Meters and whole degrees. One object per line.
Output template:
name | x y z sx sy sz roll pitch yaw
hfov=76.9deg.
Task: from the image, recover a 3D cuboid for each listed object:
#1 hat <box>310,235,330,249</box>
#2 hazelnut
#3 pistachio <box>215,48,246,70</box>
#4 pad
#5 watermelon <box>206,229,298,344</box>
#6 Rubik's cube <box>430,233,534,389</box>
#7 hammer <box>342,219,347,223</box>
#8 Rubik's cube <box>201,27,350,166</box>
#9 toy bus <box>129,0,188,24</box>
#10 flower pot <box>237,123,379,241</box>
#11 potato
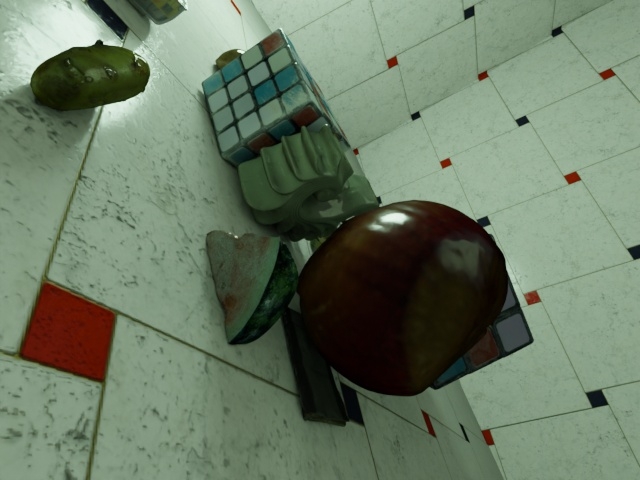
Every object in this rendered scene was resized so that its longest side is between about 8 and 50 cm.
hat | 0.000 0.000 1.231 0.077 0.059 0.076 51 34 -17
hazelnut | 0.168 0.092 0.826 0.402 0.429 0.402 40 -36 38
pistachio | -0.261 -0.542 1.271 0.185 0.126 0.108 -75 177 -73
pad | -0.013 0.248 0.811 0.174 0.022 0.233 43 22 -48
watermelon | -0.101 0.058 0.689 0.207 0.136 0.202 61 9 -81
Rubik's cube | 0.363 0.199 1.256 0.363 0.359 0.362 145 -75 -75
hammer | 0.079 -0.103 1.721 0.365 0.043 0.111 44 24 -43
Rubik's cube | -0.112 -0.317 1.044 0.253 0.256 0.259 34 30 -60
toy bus | -0.409 -0.589 0.853 0.268 0.106 0.092 39 27 -50
flower pot | -0.017 -0.115 1.005 0.367 0.254 0.164 36 29 -61
potato | -0.308 -0.227 0.555 0.188 0.105 0.085 -66 145 -56
